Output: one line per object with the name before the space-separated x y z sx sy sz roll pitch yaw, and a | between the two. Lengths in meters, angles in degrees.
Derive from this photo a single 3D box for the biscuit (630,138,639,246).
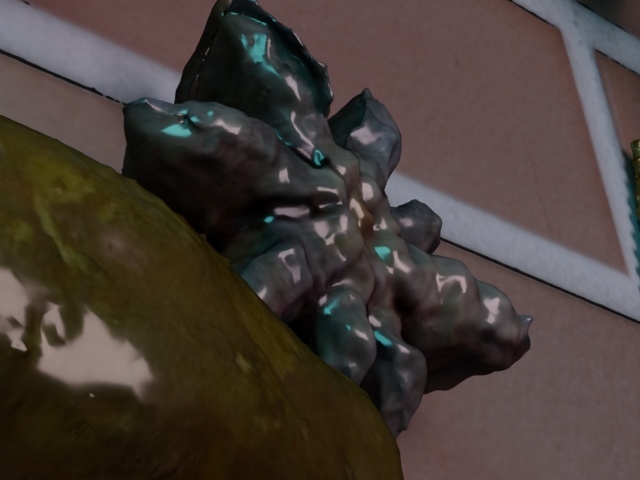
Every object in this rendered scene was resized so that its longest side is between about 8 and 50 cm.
biscuit | 0.248 0.046 1.245 0.144 0.016 0.203 36 39 -33

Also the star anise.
star anise | 0.000 0.000 0.857 0.236 0.093 0.229 41 37 -25

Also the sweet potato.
sweet potato | -0.124 0.029 0.604 0.370 0.158 0.158 37 38 -34
